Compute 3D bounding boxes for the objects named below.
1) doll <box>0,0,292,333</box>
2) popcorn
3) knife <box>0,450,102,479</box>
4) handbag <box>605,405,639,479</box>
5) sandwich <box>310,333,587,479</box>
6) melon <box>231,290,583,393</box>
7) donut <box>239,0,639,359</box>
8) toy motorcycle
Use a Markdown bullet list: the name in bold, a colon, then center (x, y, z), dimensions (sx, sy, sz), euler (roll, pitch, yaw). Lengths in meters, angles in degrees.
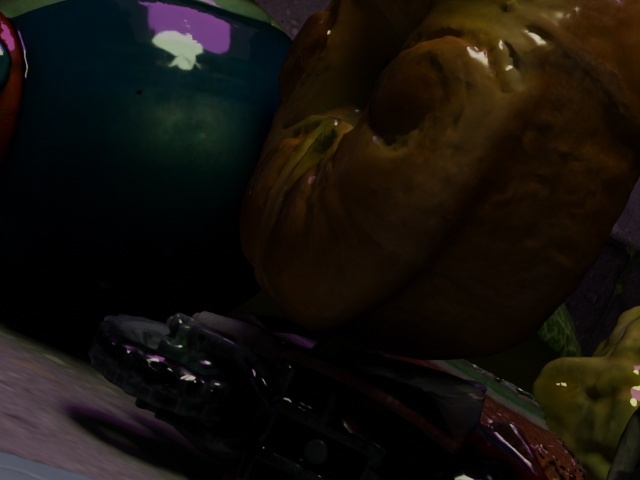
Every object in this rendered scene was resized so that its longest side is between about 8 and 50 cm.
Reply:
- **doll**: center (-0.133, -0.052, 0.862), dimensions (0.322, 0.186, 0.198), euler (7, -21, -25)
- **popcorn**: center (0.239, 0.124, 1.010), dimensions (0.235, 0.181, 0.217), euler (26, 3, -29)
- **knife**: center (-0.045, 0.092, 0.546), dimensions (0.260, 0.034, 0.063), euler (18, 16, -31)
- **handbag**: center (0.311, 0.116, 0.660), dimensions (0.325, 0.162, 0.327), euler (28, -35, -6)
- **sandwich**: center (0.050, 0.094, 0.843), dimensions (0.235, 0.079, 0.159), euler (25, 3, -37)
- **melon**: center (0.000, 0.000, 1.203), dimensions (0.331, 0.226, 0.343), euler (46, -3, 24)
- **donut**: center (0.055, -0.055, 0.735), dimensions (0.114, 0.226, 0.226), euler (27, 2, -20)
- **toy motorcycle**: center (0.013, 0.079, 0.707), dimensions (0.213, 0.082, 0.122), euler (25, 0, 16)
